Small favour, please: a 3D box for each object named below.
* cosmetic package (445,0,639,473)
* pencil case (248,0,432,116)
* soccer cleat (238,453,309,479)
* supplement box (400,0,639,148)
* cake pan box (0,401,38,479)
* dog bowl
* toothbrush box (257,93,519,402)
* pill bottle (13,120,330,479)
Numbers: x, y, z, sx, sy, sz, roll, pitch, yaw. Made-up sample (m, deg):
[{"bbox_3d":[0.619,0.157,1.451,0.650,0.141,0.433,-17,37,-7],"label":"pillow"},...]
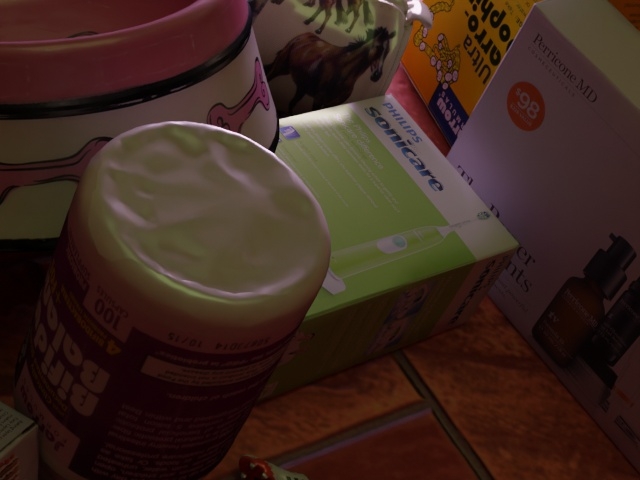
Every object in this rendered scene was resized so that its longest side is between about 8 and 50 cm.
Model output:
[{"bbox_3d":[0.280,0.003,1.217,0.097,0.284,0.377,-20,61,-39],"label":"cosmetic package"},{"bbox_3d":[-0.101,-0.253,1.337,0.410,0.183,0.160,25,42,-4],"label":"pencil case"},{"bbox_3d":[-0.028,0.195,1.069,0.083,0.029,0.035,35,35,2],"label":"soccer cleat"},{"bbox_3d":[0.261,-0.261,1.399,0.194,0.356,0.195,-5,53,-31],"label":"supplement box"},{"bbox_3d":[-0.359,0.156,0.865,0.246,0.070,0.267,23,40,21],"label":"cake pan box"},{"bbox_3d":[-0.236,-0.157,1.097,0.408,0.150,0.408,1,31,-1],"label":"dog bowl"},{"bbox_3d":[0.000,0.000,1.195,0.283,0.122,0.206,-18,59,-37],"label":"toothbrush box"},{"bbox_3d":[-0.120,0.075,0.933,0.169,0.301,0.169,15,44,-15],"label":"pill bottle"}]
